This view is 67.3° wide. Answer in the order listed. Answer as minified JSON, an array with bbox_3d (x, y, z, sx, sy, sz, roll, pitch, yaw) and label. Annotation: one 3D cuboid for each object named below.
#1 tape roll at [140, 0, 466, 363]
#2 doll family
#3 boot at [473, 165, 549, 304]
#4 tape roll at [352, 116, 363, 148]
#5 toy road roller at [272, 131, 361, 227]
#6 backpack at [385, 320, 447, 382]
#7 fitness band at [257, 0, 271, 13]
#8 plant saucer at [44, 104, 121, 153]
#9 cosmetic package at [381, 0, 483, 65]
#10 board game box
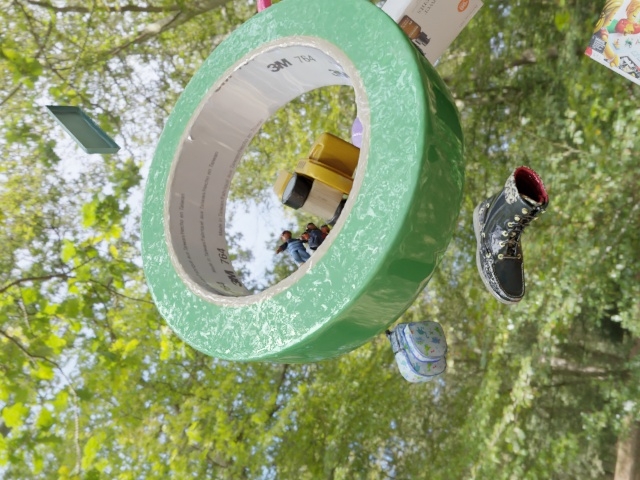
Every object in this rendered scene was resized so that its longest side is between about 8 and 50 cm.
[{"bbox_3d":[-0.037,-0.054,0.434,0.077,0.321,0.321,21,-101,-49],"label":"tape roll"},{"bbox_3d":[0.000,0.000,0.996,0.193,0.111,0.076,-5,-47,-34],"label":"doll family"},{"bbox_3d":[0.377,-0.010,0.942,0.178,0.085,0.236,107,162,-63],"label":"boot"},{"bbox_3d":[0.211,-0.406,1.868,0.189,0.080,0.189,-2,-87,-47],"label":"tape roll"},{"bbox_3d":[0.006,-0.190,1.452,0.202,0.329,0.240,24,-86,-17],"label":"toy road roller"},{"bbox_3d":[0.199,0.219,0.958,0.105,0.084,0.114,2,-121,-24],"label":"backpack"},{"bbox_3d":[-0.046,-0.579,1.282,0.209,0.054,0.291,-32,-80,-26],"label":"fitness band"},{"bbox_3d":[-0.454,-0.211,0.913,0.067,0.192,0.018,-13,-48,-46],"label":"plant saucer"},{"bbox_3d":[0.322,-0.708,1.598,0.284,0.097,0.377,7,-49,-48],"label":"cosmetic package"},{"bbox_3d":[0.685,-0.421,0.970,0.305,0.053,0.193,-108,17,-49],"label":"board game box"}]
